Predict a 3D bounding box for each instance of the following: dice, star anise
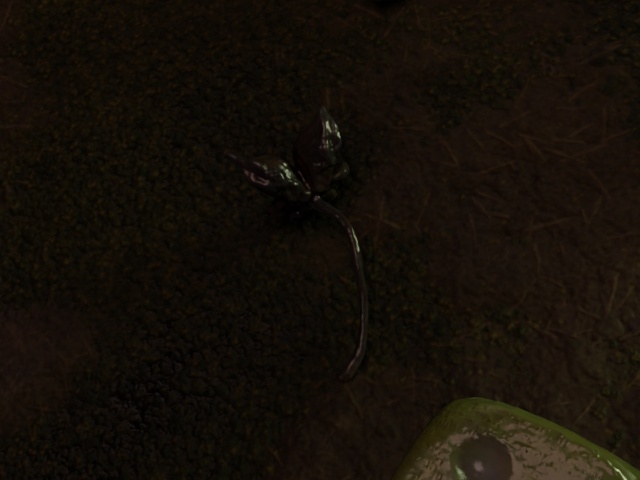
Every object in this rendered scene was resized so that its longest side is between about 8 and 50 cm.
[{"bbox_3d":[0.174,0.294,1.258,0.227,0.238,0.233,25,74,24],"label":"dice"},{"bbox_3d":[0.000,0.000,1.506,0.227,0.148,0.218,50,129,39],"label":"star anise"}]
